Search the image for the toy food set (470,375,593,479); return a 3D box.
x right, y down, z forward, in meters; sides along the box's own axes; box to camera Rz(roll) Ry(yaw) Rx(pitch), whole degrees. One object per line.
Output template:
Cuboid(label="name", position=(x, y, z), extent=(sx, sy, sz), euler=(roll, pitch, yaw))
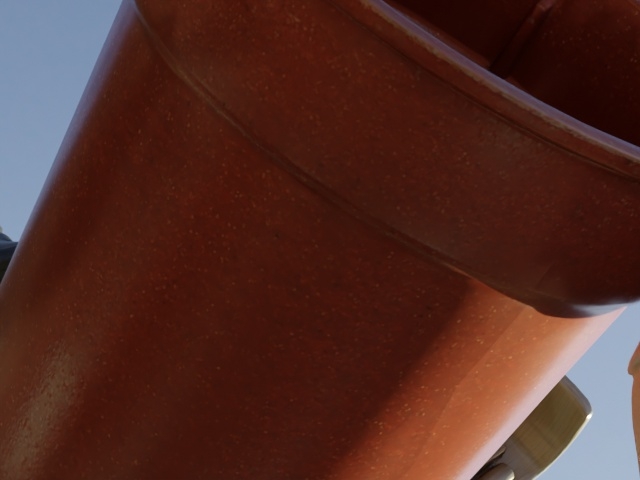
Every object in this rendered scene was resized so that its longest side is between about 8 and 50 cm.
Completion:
Cuboid(label="toy food set", position=(0.009, 0.118, 1.178), extent=(0.220, 0.306, 0.092), euler=(45, -33, 22))

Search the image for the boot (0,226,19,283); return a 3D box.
Cuboid(label="boot", position=(-0.233, 0.012, 1.312), extent=(0.161, 0.246, 0.083), euler=(-137, -137, -60))

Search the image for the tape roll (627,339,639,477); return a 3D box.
Cuboid(label="tape roll", position=(0.253, 0.095, 0.637), extent=(0.286, 0.286, 0.100), euler=(39, -43, -8))

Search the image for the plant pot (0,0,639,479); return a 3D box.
Cuboid(label="plant pot", position=(0.000, 0.000, 0.709), extent=(0.272, 0.272, 0.265), euler=(33, -67, 3))
